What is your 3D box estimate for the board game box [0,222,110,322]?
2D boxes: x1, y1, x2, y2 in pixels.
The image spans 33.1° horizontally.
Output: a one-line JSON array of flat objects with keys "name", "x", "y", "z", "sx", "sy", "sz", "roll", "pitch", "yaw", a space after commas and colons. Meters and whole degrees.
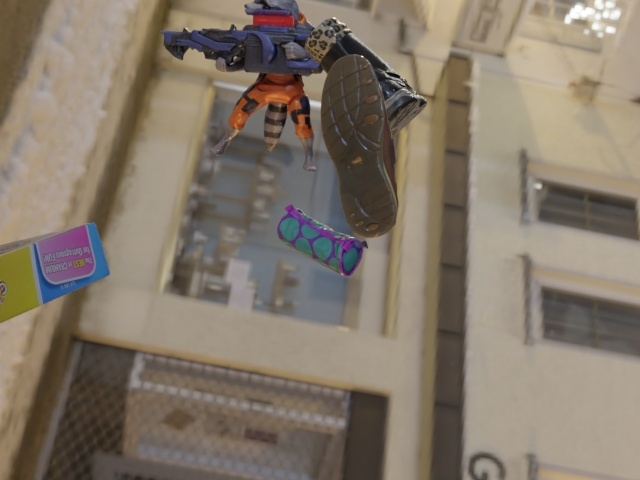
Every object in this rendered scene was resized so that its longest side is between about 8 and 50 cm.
[{"name": "board game box", "x": -0.407, "y": 0.067, "z": 1.110, "sx": 0.316, "sy": 0.242, "sz": 0.064, "roll": -29, "pitch": 105, "yaw": -61}]

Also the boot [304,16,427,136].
[{"name": "boot", "x": 0.069, "y": -0.243, "z": 1.614, "sx": 0.085, "sy": 0.178, "sz": 0.236, "roll": -44, "pitch": 175, "yaw": 7}]

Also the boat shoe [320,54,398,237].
[{"name": "boat shoe", "x": 0.041, "y": -0.092, "z": 1.061, "sx": 0.060, "sy": 0.064, "sz": 0.178, "roll": -26, "pitch": 107, "yaw": -76}]

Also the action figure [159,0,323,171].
[{"name": "action figure", "x": -0.124, "y": -0.321, "z": 2.031, "sx": 0.178, "sy": 0.341, "sz": 0.330, "roll": -41, "pitch": 143, "yaw": -70}]

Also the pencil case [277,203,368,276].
[{"name": "pencil case", "x": 0.000, "y": 0.000, "z": 1.730, "sx": 0.064, "sy": 0.151, "sz": 0.070, "roll": -34, "pitch": 134, "yaw": -32}]
